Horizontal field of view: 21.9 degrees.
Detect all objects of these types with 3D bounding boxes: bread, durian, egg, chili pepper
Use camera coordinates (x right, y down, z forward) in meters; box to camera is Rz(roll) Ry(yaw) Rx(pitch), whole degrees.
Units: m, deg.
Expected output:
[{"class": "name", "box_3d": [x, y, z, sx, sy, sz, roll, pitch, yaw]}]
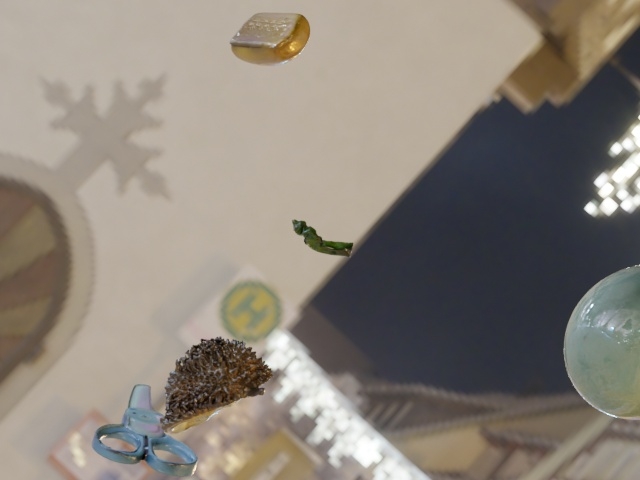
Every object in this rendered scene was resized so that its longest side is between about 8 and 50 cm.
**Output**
[{"class": "bread", "box_3d": [-0.062, -0.263, 2.203, 0.115, 0.082, 0.056, 7, -39, 44]}, {"class": "durian", "box_3d": [-0.099, 0.126, 1.524, 0.140, 0.110, 0.071, -19, -77, 53]}, {"class": "egg", "box_3d": [0.376, 0.116, 1.943, 0.168, 0.231, 0.168, 14, -60, 25]}, {"class": "chili pepper", "box_3d": [0.000, 0.000, 1.962, 0.083, 0.027, 0.022, 25, 23, -12]}]

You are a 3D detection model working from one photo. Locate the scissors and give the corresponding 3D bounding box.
[{"class": "scissors", "box_3d": [-0.217, 0.227, 2.027, 0.125, 0.030, 0.256, 15, 11, -11]}]
